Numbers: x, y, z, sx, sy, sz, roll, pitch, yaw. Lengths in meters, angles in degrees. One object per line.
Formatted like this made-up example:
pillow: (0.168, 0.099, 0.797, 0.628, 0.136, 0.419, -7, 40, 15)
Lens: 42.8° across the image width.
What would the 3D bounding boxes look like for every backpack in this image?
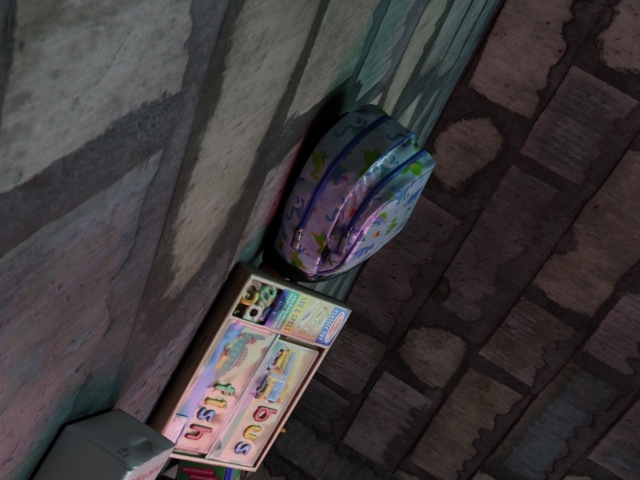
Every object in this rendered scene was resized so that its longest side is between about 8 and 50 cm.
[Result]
backpack: (0.063, -0.091, 1.562, 0.290, 0.273, 0.355, -29, 141, -39)

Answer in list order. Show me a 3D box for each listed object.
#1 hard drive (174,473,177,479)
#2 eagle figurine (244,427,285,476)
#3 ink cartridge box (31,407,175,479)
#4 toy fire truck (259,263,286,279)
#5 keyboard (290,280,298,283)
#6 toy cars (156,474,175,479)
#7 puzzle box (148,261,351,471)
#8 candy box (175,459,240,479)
hard drive: (-0.277, 0.483, 2.132, 0.307, 0.040, 0.203, -59, -177, -1)
eagle figurine: (-0.215, 0.554, 2.530, 0.226, 0.225, 0.298, -2, -96, 52)
ink cartridge box: (-0.355, 0.399, 1.186, 0.283, 0.117, 0.207, -58, 171, 0)
toy fire truck: (-0.129, 0.121, 1.781, 0.135, 0.047, 0.192, -54, 170, -18)
keyboard: (-0.114, 0.181, 2.187, 0.180, 0.023, 0.108, -53, 164, -30)
toy cars: (-0.404, 0.619, 1.841, 0.176, 0.087, 0.394, -48, 179, 15)
puzzle box: (-0.141, 0.264, 1.615, 0.272, 0.052, 0.409, 23, 101, -39)
candy box: (-0.239, 0.489, 1.848, 0.268, 0.122, 0.317, 81, 16, -77)
